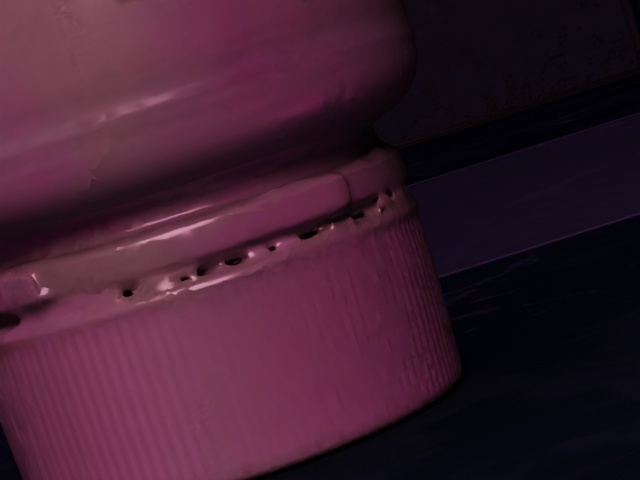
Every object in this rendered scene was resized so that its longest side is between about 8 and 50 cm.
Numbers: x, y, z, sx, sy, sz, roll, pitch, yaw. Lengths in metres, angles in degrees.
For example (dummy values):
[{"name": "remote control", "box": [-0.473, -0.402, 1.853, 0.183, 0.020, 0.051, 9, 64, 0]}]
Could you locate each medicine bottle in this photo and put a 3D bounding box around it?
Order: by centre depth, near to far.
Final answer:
[{"name": "medicine bottle", "box": [-0.079, -0.061, 0.878, 0.256, 0.325, 0.256, -18, 6, 2]}]
